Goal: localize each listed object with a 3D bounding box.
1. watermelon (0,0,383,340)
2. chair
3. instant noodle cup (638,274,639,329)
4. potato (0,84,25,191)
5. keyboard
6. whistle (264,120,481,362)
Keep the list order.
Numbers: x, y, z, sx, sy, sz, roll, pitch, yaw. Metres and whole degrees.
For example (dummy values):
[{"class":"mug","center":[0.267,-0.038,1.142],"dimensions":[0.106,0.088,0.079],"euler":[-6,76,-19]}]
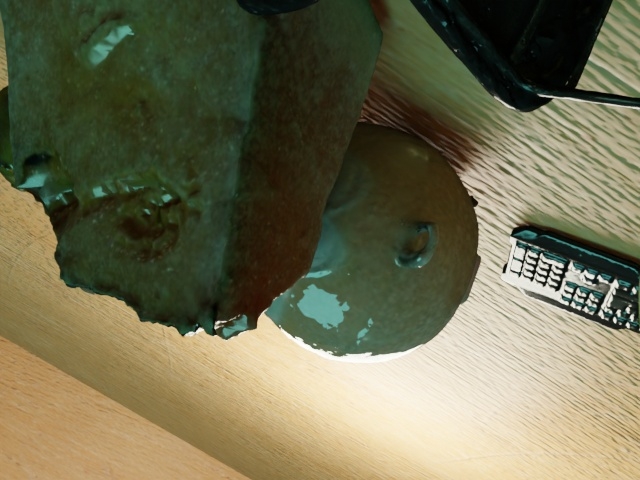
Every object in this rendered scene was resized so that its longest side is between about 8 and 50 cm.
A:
[{"class":"watermelon","center":[-0.099,-0.103,0.633],"dimensions":[0.264,0.302,0.151],"euler":[9,-173,35]},{"class":"chair","center":[0.081,-0.139,0.427],"dimensions":[0.145,0.140,0.221],"euler":[38,158,-31]},{"class":"instant noodle cup","center":[0.284,-0.008,0.302],"dimensions":[0.311,0.311,0.221],"euler":[22,145,14]},{"class":"potato","center":[-0.201,-0.087,0.865],"dimensions":[0.251,0.113,0.149],"euler":[7,142,23]},{"class":"keyboard","center":[0.274,0.057,0.753],"dimensions":[0.262,0.016,0.106],"euler":[21,155,15]},{"class":"whistle","center":[0.000,0.000,0.760],"dimensions":[0.189,0.189,0.348],"euler":[36,167,-16]}]
